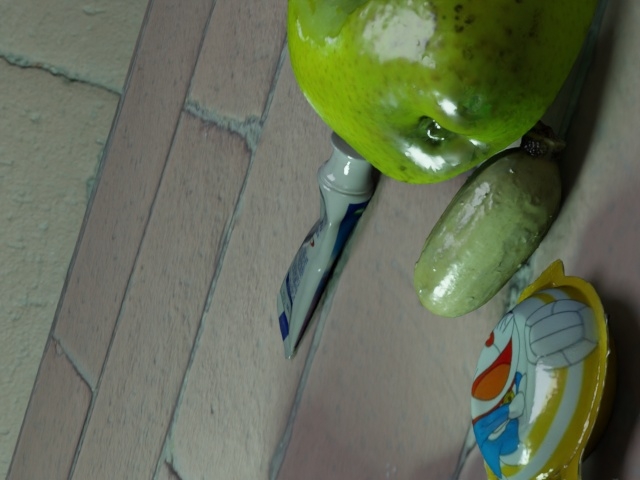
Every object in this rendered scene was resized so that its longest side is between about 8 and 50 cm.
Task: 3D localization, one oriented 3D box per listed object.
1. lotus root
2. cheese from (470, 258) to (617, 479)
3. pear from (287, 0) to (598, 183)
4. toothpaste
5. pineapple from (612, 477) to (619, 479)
[{"bbox_3d":[0.140,-0.014,1.419,0.183,0.077,0.090,-55,3,23],"label":"lotus root"},{"bbox_3d":[0.161,0.138,1.265,0.177,0.069,0.270,131,148,-50],"label":"cheese"},{"bbox_3d":[0.086,-0.174,1.426,0.292,0.159,0.292,-30,37,25],"label":"pear"},{"bbox_3d":[0.000,0.000,1.845,0.096,0.061,0.266,-100,25,-48],"label":"toothpaste"},{"bbox_3d":[0.221,0.236,1.007,0.186,0.114,0.236,-129,48,-66],"label":"pineapple"}]
